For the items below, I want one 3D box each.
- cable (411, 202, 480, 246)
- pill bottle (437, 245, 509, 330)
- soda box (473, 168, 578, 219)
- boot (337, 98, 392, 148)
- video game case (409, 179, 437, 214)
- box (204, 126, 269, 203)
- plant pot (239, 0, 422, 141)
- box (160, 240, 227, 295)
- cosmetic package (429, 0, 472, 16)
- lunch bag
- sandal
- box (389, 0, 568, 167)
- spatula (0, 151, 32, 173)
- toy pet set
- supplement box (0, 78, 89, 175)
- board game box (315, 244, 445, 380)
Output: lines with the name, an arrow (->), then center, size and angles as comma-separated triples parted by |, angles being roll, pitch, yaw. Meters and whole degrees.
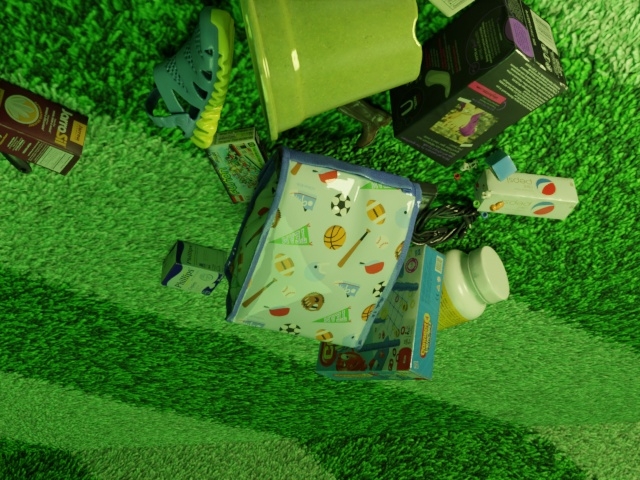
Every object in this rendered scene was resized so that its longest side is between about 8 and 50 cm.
cable -> 0.291, -0.037, 1.752 | 0.184, 0.047, 0.150 | 3, 149, -33
pill bottle -> 0.305, 0.136, 1.928 | 0.333, 0.188, 0.188 | -24, 141, 32
soda box -> 0.459, -0.103, 1.669 | 0.216, 0.069, 0.074 | 5, 147, -10
boot -> 0.069, -0.238, 1.471 | 0.114, 0.037, 0.106 | 19, 129, -34
video game case -> 0.102, -0.066, 1.745 | 0.274, 0.035, 0.248 | 7, 147, -12
box -> -0.164, -0.156, 1.593 | 0.114, 0.036, 0.207 | -8, 147, 10
plant pot -> 0.016, -0.318, 1.173 | 0.253, 0.276, 0.276 | -13, 148, -4
box -> -0.326, 0.073, 1.916 | 0.137, 0.072, 0.126 | 15, 143, -23
cosmetic package -> 0.141, -0.471, 1.038 | 0.160, 0.113, 0.309 | -28, 138, 35
lunch bag -> 0.000, 0.000, 1.585 | 0.327, 0.239, 0.386 | 12, 122, -19
sandal -> -0.233, -0.283, 1.318 | 0.138, 0.126, 0.317 | 12, 144, -13
box -> 0.263, -0.278, 1.296 | 0.143, 0.165, 0.270 | 24, 140, -34
spatula -> -0.674, -0.224, 1.474 | 0.084, 0.030, 0.296 | -15, 145, 17
toy pet set -> 0.357, -0.131, 1.578 | 0.114, 0.122, 0.065 | -35, 162, 5
supplement box -> -0.552, -0.215, 1.423 | 0.188, 0.104, 0.080 | 22, 140, -33
board game box -> 0.144, 0.183, 1.823 | 0.301, 0.309, 0.086 | -11, 151, 43
